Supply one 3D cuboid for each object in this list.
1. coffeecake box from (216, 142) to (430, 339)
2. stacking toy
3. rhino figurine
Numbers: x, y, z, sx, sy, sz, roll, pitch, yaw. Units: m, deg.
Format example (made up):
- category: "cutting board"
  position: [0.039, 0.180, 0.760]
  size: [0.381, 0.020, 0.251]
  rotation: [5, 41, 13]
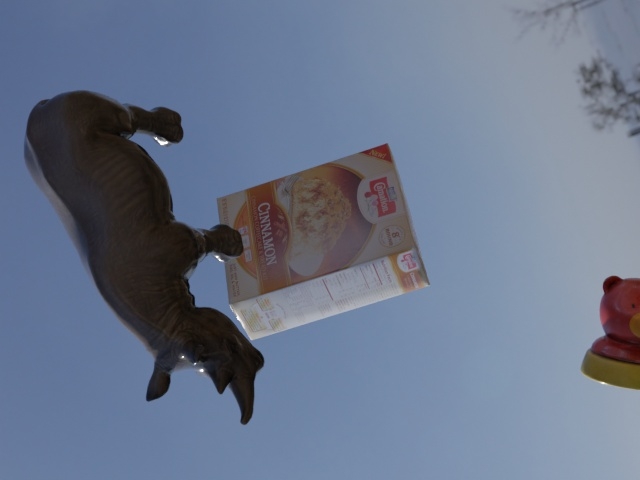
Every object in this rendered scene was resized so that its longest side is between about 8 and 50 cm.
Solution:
- category: "coffeecake box"
  position: [0.000, 0.000, 1.075]
  size: [0.068, 0.185, 0.142]
  rotation: [65, -170, -48]
- category: "stacking toy"
  position: [0.498, 0.127, 1.292]
  size: [0.279, 0.308, 0.131]
  rotation: [-141, 55, -77]
- category: "rhino figurine"
  position: [-0.105, 0.007, 0.667]
  size: [0.106, 0.073, 0.243]
  rotation: [-7, -115, -58]
